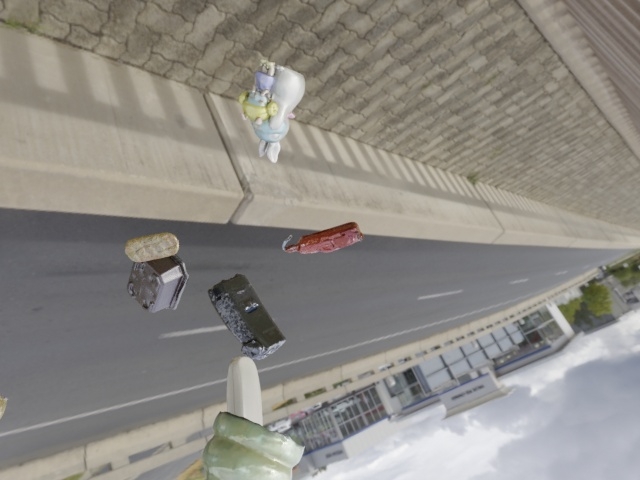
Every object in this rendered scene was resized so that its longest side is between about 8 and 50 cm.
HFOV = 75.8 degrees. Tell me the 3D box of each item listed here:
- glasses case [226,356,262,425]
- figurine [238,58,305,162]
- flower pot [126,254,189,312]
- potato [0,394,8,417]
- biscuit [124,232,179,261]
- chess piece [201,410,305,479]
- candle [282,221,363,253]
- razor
[{"bbox_3d":[-0.152,0.338,0.828,0.051,0.204,0.081,-16,154,19],"label":"glasses case"},{"bbox_3d":[-0.129,-0.315,1.030,0.155,0.127,0.235,-40,151,-70],"label":"figurine"},{"bbox_3d":[-0.512,0.123,1.256,0.084,0.179,0.250,-38,167,-49],"label":"flower pot"},{"bbox_3d":[-0.522,0.224,0.527,0.201,0.080,0.164,-2,145,12],"label":"potato"},{"bbox_3d":[-0.468,0.019,1.142,0.147,0.071,0.018,-11,-162,-5],"label":"biscuit"},{"bbox_3d":[-0.124,0.359,0.516,0.133,0.243,0.133,17,149,11],"label":"chess piece"},{"bbox_3d":[0.000,0.000,0.798,0.162,0.053,0.048,-14,154,15],"label":"candle"},{"bbox_3d":[-0.274,0.283,1.534,0.107,0.326,0.189,-45,164,33],"label":"razor"}]
